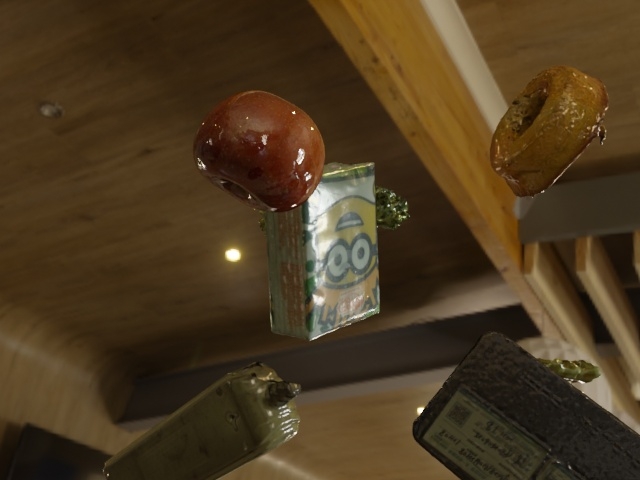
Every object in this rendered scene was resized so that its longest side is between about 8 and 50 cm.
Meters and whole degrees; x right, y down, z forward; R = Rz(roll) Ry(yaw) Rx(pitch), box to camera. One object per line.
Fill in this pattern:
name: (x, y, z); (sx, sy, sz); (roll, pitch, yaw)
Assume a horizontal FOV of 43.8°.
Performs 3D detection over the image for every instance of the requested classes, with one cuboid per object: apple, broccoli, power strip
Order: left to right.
power strip: (-0.138, 0.233, 0.910); (0.066, 0.092, 0.387); (-17, -16, -47)
apple: (-0.086, -0.137, 1.171); (0.201, 0.162, 0.201); (27, -12, 6)
broccoli: (-0.019, 0.002, 2.017); (0.275, 0.397, 0.353); (37, -22, -24)

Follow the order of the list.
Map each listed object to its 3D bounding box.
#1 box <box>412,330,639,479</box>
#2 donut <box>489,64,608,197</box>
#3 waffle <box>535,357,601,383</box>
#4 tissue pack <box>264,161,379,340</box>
box: (0.321, 0.308, 1.140); (0.350, 0.211, 0.058); (38, -5, 19)
donut: (0.411, -0.200, 1.450); (0.118, 0.253, 0.253); (28, -32, -13)
waffle: (0.394, 0.252, 1.487); (0.204, 0.054, 0.223); (4, -16, -19)
tissue pack: (0.007, 0.013, 1.530); (0.128, 0.311, 0.228); (6, 14, 40)
